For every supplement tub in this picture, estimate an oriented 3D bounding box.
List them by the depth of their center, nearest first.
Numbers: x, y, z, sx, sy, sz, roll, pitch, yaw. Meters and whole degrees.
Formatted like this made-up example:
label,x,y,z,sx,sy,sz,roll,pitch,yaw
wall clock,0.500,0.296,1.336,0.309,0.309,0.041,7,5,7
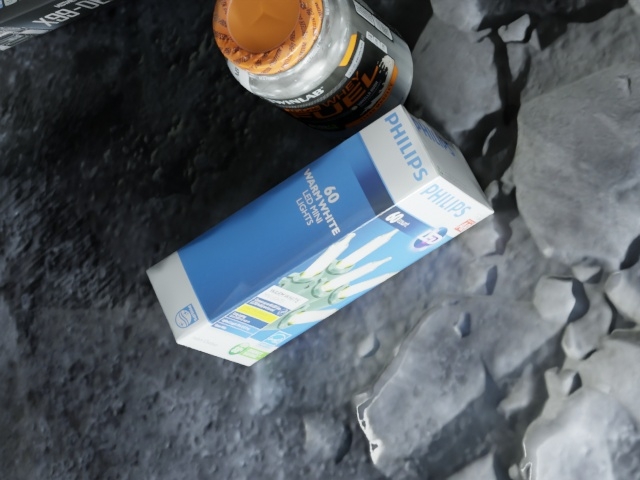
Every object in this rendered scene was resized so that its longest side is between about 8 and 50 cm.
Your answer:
label,x,y,z,sx,sy,sz,roll,pitch,yaw
supplement tub,-0.007,-0.161,1.433,0.117,0.190,0.117,-6,76,25

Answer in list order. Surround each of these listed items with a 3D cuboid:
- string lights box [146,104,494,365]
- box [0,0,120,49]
label,x,y,z,sx,sy,sz,roll,pitch,yaw
string lights box,0.000,0.000,1.426,0.259,0.133,0.077,-33,66,16
box,-0.227,-0.343,1.612,0.307,0.076,0.242,-17,80,27
